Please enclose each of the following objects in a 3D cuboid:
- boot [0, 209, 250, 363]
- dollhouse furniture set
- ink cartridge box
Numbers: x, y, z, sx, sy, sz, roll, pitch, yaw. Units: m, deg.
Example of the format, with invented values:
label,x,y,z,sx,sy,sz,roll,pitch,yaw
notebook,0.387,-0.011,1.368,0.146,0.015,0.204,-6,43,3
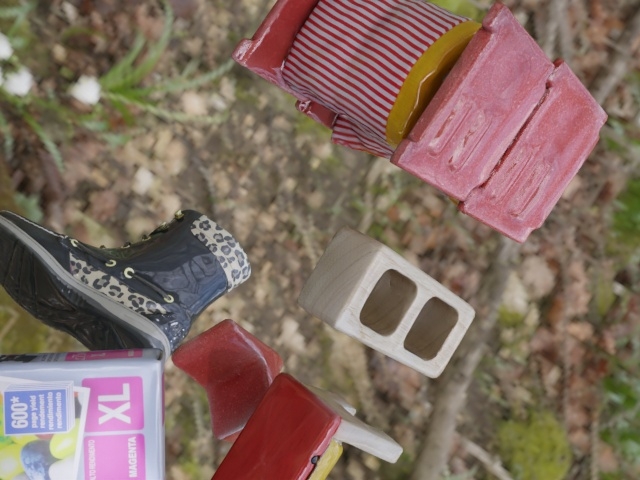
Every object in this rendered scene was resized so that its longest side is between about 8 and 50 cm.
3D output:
label,x,y,z,sx,sy,sz,roll,pitch,yaw
boot,-0.204,0.019,1.311,0.178,0.236,0.085,-42,159,-43
dollhouse furniture set,0.000,0.000,0.893,0.152,0.201,0.374,32,92,-45
ink cartridge box,-0.265,0.176,0.927,0.065,0.311,0.185,-143,-128,-84
